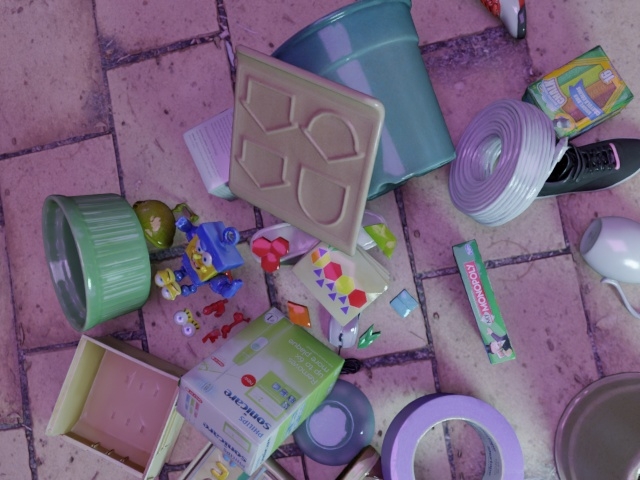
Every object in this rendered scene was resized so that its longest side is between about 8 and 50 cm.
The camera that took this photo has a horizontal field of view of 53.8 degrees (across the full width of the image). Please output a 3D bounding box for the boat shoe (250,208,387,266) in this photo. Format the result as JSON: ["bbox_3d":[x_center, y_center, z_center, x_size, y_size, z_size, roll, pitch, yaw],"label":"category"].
[{"bbox_3d":[-0.001,-0.005,1.408,0.304,0.091,0.109,-10,79,7],"label":"boat shoe"}]

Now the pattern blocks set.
[{"bbox_3d":[0.039,0.071,1.344,0.285,0.026,0.325,-34,92,6],"label":"pattern blocks set"}]

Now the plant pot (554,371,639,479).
[{"bbox_3d":[0.627,0.428,1.148,0.333,0.305,0.334,-1,86,10],"label":"plant pot"}]

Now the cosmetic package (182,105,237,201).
[{"bbox_3d":[-0.180,-0.201,1.425,0.183,0.151,0.152,-27,81,7],"label":"cosmetic package"}]

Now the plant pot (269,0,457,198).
[{"bbox_3d":[0.098,-0.266,1.306,0.340,0.341,0.334,-24,90,8],"label":"plant pot"}]

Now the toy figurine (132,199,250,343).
[{"bbox_3d":[-0.234,0.011,1.357,0.217,0.191,0.363,-40,72,39],"label":"toy figurine"}]

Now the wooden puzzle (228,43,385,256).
[{"bbox_3d":[-0.032,-0.173,1.211,0.322,0.080,0.348,28,133,24],"label":"wooden puzzle"}]

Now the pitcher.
[{"bbox_3d":[0.629,0.056,1.279,0.207,0.125,0.178,24,106,0],"label":"pitcher"}]

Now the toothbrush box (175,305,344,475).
[{"bbox_3d":[-0.120,0.296,1.295,0.206,0.283,0.122,35,134,20],"label":"toothbrush box"}]

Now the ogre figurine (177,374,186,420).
[{"bbox_3d":[-0.226,0.344,1.397,0.096,0.197,0.118,28,110,33],"label":"ogre figurine"}]

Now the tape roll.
[{"bbox_3d":[0.265,0.452,1.283,0.274,0.090,0.275,1,81,-7],"label":"tape roll"}]

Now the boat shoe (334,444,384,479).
[{"bbox_3d":[0.040,0.602,1.342,0.123,0.123,0.342,39,91,8],"label":"boat shoe"}]

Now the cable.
[{"bbox_3d":[0.358,-0.157,1.271,0.089,0.257,0.257,16,106,-21],"label":"cable"}]

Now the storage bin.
[{"bbox_3d":[-0.452,0.382,1.446,0.262,0.123,0.261,21,89,11],"label":"storage bin"}]

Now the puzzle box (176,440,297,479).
[{"bbox_3d":[-0.238,0.647,1.422,0.272,0.052,0.409,38,93,12],"label":"puzzle box"}]

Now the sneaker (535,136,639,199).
[{"bbox_3d":[0.543,-0.155,1.290,0.295,0.147,0.105,-14,81,8],"label":"sneaker"}]

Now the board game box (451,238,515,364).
[{"bbox_3d":[0.310,0.113,1.224,0.046,0.317,0.214,-18,82,11],"label":"board game box"}]

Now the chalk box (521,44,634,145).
[{"bbox_3d":[0.505,-0.278,1.313,0.213,0.132,0.133,-31,80,7],"label":"chalk box"}]

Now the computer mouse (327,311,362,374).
[{"bbox_3d":[0.047,0.202,1.407,0.105,0.042,0.193,8,87,12],"label":"computer mouse"}]

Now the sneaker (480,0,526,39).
[{"bbox_3d":[0.357,-0.551,1.385,0.144,0.090,0.270,-12,80,10],"label":"sneaker"}]

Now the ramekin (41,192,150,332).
[{"bbox_3d":[-0.495,0.038,1.398,0.148,0.303,0.304,-14,81,-35],"label":"ramekin"}]

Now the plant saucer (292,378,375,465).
[{"bbox_3d":[0.023,0.406,1.399,0.194,0.037,0.195,-1,86,11],"label":"plant saucer"}]
